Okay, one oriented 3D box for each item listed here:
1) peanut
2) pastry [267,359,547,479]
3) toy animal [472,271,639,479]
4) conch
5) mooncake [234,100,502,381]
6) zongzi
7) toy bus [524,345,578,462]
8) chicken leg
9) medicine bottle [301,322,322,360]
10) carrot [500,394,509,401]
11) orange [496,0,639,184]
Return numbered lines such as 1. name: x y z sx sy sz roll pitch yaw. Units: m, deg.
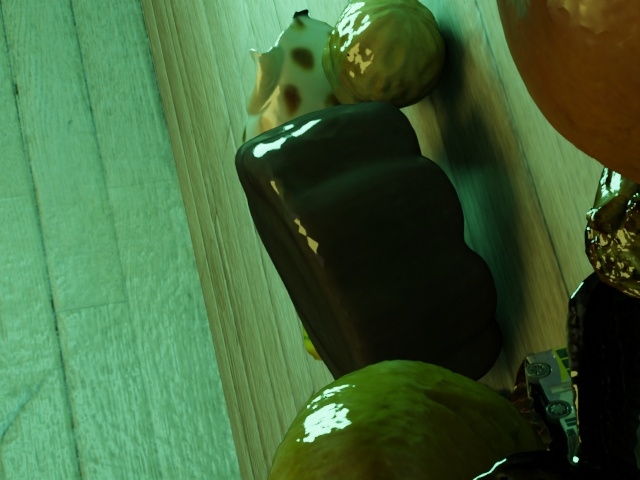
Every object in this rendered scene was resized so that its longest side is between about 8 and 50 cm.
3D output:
1. peanut: 0.058 -0.184 1.371 0.120 0.110 0.236 62 177 -8
2. pastry: 0.084 0.249 0.971 0.356 0.164 0.356 33 -129 -53
3. toy animal: 0.184 0.171 0.897 0.272 0.197 0.160 -118 20 -44
4. conch: -0.003 -0.117 1.582 0.149 0.183 0.275 44 168 23
5. mooncake: 0.044 0.015 1.299 0.306 0.154 0.306 58 167 22
6. zongzi: 0.183 0.154 1.194 0.083 0.067 0.073 -86 -12 -45
7. toy bus: 0.196 0.130 1.070 0.102 0.058 0.052 -111 7 -55
8. chicken leg: 0.206 -0.051 0.908 0.093 0.070 0.178 33 -122 -71
9. medicine bottle: 0.000 0.000 1.796 0.111 0.076 0.309 -176 79 -75
10. carrot: 0.152 0.161 1.338 0.165 0.035 0.036 173 88 -74
11. orange: 0.214 -0.158 0.745 0.310 0.274 0.274 40 -149 -60
